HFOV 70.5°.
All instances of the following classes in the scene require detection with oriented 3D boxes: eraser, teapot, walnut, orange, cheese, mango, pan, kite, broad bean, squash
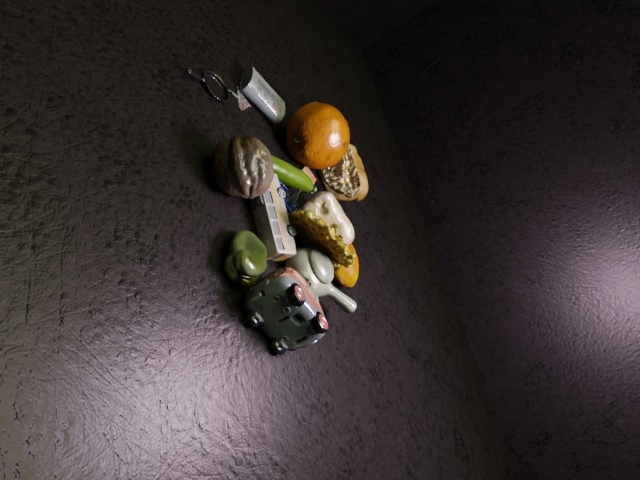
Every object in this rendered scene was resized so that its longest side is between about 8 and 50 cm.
[{"bbox_3d":[-0.259,-0.659,2.061,0.227,0.081,0.173,40,31,-37],"label":"eraser"},{"bbox_3d":[0.002,0.149,1.764,0.318,0.149,0.219,36,40,-42],"label":"teapot"},{"bbox_3d":[-0.267,-0.254,1.570,0.224,0.224,0.224,41,35,-38],"label":"walnut"},{"bbox_3d":[-0.013,-0.484,2.110,0.312,0.312,0.311,41,35,-38],"label":"orange"},{"bbox_3d":[0.032,-0.082,1.945,0.251,0.174,0.248,52,4,-6],"label":"cheese"},{"bbox_3d":[0.094,0.088,2.006,0.154,0.126,0.251,-19,87,-55],"label":"mango"},{"bbox_3d":[-0.441,-0.614,1.756,0.235,0.028,0.136,7,60,-62],"label":"pan"},{"bbox_3d":[-0.349,-0.611,1.941,0.157,0.011,0.138,26,44,-51],"label":"kite"},{"bbox_3d":[-0.235,0.056,1.483,0.169,0.100,0.227,52,27,-40],"label":"broad bean"},{"bbox_3d":[-0.142,-0.278,1.929,0.379,0.102,0.101,21,50,-48],"label":"squash"}]

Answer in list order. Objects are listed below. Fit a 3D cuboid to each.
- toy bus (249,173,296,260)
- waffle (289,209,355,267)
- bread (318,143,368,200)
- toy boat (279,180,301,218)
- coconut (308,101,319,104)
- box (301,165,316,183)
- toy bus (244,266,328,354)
[{"bbox_3d":[-0.187,-0.091,1.698,0.138,0.097,0.342,5,65,-52],"label":"toy bus"},{"bbox_3d":[0.002,-0.003,1.765,0.312,0.307,0.060,45,72,-3],"label":"waffle"},{"bbox_3d":[0.116,-0.347,2.343,0.270,0.212,0.315,-13,87,-70],"label":"bread"},{"bbox_3d":[-0.122,-0.180,1.868,0.174,0.110,0.091,58,25,-10],"label":"toy boat"},{"bbox_3d":[-0.016,-0.689,2.484,0.122,0.116,0.116,14,55,-51],"label":"coconut"},{"bbox_3d":[-0.057,-0.318,2.202,0.093,0.015,0.058,53,31,-20],"label":"box"},{"bbox_3d":[-0.101,0.212,1.494,0.287,0.194,0.232,53,21,-22],"label":"toy bus"}]
